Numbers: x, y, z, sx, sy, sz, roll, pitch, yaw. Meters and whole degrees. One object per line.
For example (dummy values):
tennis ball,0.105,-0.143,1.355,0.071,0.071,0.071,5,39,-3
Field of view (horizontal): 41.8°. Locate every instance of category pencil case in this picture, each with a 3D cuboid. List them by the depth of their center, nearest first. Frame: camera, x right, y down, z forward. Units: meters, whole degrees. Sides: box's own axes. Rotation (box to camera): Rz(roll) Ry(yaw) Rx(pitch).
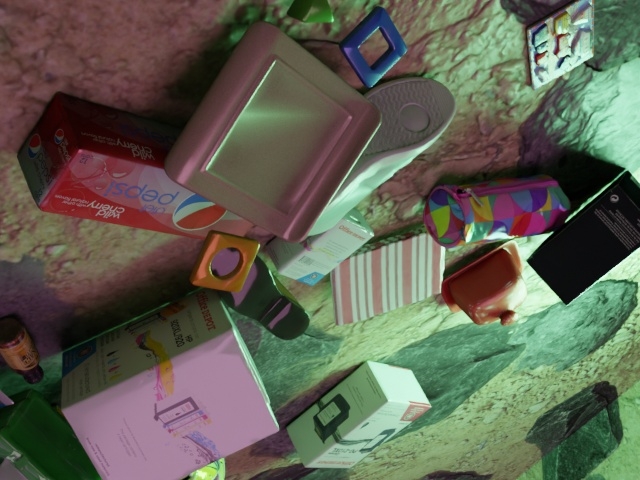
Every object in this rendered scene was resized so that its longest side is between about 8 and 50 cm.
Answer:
pencil case,0.269,-0.047,1.275,0.236,0.104,0.104,-8,143,-33

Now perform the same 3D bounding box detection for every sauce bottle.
sauce bottle,-0.385,0.145,1.078,0.042,0.042,0.128,-21,150,-13

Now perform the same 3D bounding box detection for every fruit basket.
fruit basket,-0.460,0.380,1.138,0.353,0.165,0.327,-36,106,13

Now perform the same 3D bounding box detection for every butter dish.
butter dish,0.310,0.099,1.495,0.160,0.118,0.160,-31,148,4

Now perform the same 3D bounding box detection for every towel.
towel,0.106,0.053,1.322,0.197,0.029,0.144,-17,130,-15

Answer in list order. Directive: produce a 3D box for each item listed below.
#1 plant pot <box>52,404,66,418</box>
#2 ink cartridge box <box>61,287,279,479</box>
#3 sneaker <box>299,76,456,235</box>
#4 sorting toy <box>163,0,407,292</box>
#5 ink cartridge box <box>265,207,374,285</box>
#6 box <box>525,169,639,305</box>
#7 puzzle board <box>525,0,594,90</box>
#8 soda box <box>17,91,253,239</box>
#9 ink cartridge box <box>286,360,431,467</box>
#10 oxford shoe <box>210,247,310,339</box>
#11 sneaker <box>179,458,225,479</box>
plant pot,-0.417,0.307,1.251,0.083,0.082,0.081,-16,147,-6
ink cartridge box,-0.202,0.199,1.123,0.232,0.171,0.168,-25,113,-7
sneaker,0.049,-0.102,1.044,0.256,0.094,0.151,-36,173,-14
sorting toy,-0.050,-0.108,0.881,0.196,0.047,0.348,30,96,-42
ink cartridge box,0.000,0.000,1.166,0.122,0.052,0.088,-39,148,18
box,0.458,-0.010,1.383,0.184,0.103,0.261,-42,172,24
puzzle board,0.315,-0.256,1.091,0.096,0.011,0.128,-30,149,1
soda box,-0.176,-0.068,0.897,0.263,0.083,0.092,10,132,-47
ink cartridge box,0.076,0.358,1.695,0.237,0.100,0.172,-42,146,20
oxford shoe,-0.098,0.061,1.166,0.076,0.076,0.212,-39,132,0
sneaker,-0.232,0.333,1.368,0.145,0.147,0.385,-27,147,1
